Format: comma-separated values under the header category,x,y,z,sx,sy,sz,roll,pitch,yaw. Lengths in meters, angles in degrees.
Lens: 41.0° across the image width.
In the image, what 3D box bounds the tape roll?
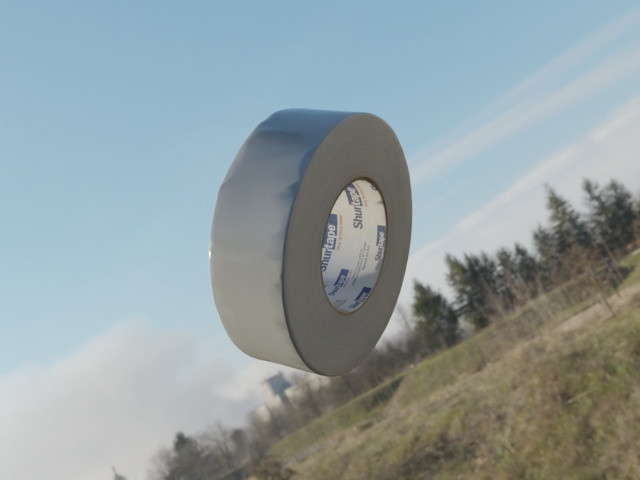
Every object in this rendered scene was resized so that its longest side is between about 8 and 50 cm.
category,x,y,z,sx,sy,sz,roll,pitch,yaw
tape roll,0.000,0.000,0.721,0.072,0.219,0.219,8,9,30
